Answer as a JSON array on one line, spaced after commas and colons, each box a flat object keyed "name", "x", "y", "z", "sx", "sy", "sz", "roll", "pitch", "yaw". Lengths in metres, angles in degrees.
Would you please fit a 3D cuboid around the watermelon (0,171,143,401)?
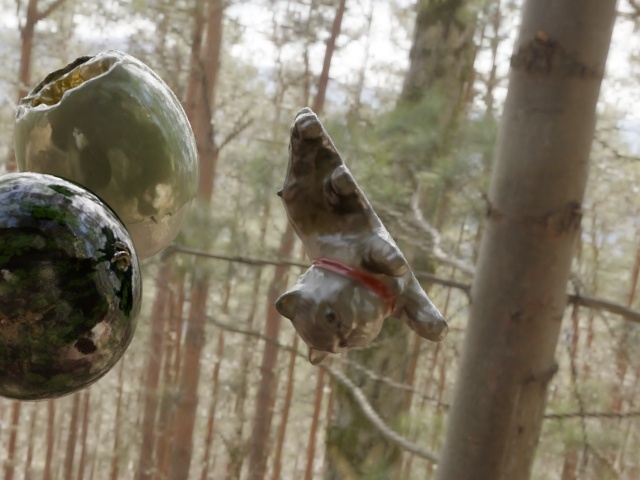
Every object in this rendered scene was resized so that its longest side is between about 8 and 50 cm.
[{"name": "watermelon", "x": -0.331, "y": 0.052, "z": 1.194, "sx": 0.269, "sy": 0.269, "sz": 0.269, "roll": 10, "pitch": 9, "yaw": -2}]

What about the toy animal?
[{"name": "toy animal", "x": 0.000, "y": 0.000, "z": 1.361, "sx": 0.308, "sy": 0.188, "sz": 0.266, "roll": 55, "pitch": 10, "yaw": -34}]

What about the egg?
[{"name": "egg", "x": -0.328, "y": -0.117, "z": 1.620, "sx": 0.278, "sy": 0.336, "sz": 0.278, "roll": -18, "pitch": 26, "yaw": 9}]
